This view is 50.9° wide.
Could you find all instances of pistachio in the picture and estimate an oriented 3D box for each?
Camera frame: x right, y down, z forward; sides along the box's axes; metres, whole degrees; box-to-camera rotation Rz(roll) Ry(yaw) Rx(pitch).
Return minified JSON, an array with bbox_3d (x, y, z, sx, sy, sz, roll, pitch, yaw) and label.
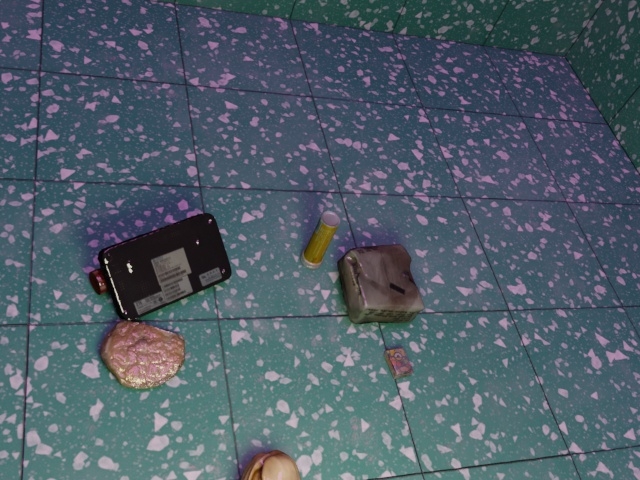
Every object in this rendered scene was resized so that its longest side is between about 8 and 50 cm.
[{"bbox_3d":[-0.114,0.615,1.594,0.157,0.157,0.230,4,64,-19],"label":"pistachio"}]

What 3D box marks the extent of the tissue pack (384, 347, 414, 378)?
[{"bbox_3d":[0.231,0.364,1.995,0.063,0.035,0.083,-5,57,-25],"label":"tissue pack"}]

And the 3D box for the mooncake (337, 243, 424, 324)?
[{"bbox_3d":[0.176,0.137,2.089,0.254,0.136,0.250,3,54,-26],"label":"mooncake"}]

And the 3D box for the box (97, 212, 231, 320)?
[{"bbox_3d":[-0.427,0.068,1.884,0.350,0.058,0.211,-24,105,-33],"label":"box"}]

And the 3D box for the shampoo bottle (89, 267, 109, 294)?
[{"bbox_3d":[-0.498,0.063,1.921,0.314,0.076,0.118,-23,80,-34],"label":"shampoo bottle"}]

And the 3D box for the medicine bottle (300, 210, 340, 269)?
[{"bbox_3d":[0.000,0.000,2.075,0.073,0.218,0.074,10,51,-13],"label":"medicine bottle"}]

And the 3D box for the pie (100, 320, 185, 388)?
[{"bbox_3d":[-0.466,0.301,1.761,0.218,0.052,0.185,18,47,-10],"label":"pie"}]
